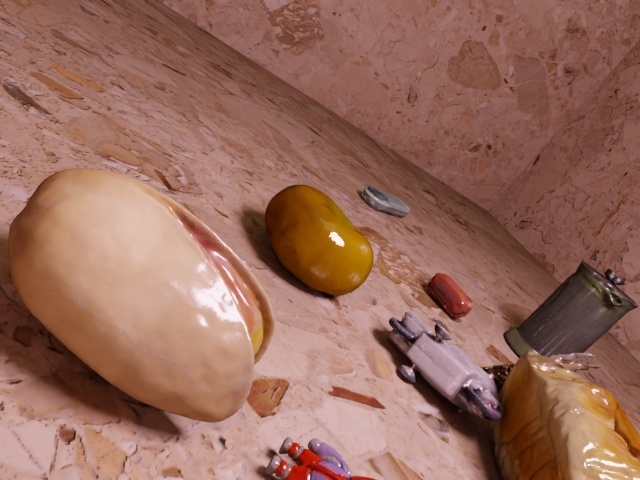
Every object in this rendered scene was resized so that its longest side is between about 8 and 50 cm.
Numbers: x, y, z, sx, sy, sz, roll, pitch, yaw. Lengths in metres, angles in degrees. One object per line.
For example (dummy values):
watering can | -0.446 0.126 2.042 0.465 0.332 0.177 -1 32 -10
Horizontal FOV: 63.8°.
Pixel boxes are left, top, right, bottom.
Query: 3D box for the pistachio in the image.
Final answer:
pistachio | -0.182 0.050 0.545 0.299 0.187 0.187 39 20 -7

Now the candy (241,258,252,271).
candy | -0.144 0.058 0.744 0.110 0.085 0.095 14 40 -56

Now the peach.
peach | 0.000 0.000 1.030 0.251 0.153 0.251 49 10 -12

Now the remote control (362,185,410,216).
remote control | 0.236 -0.137 1.848 0.247 0.052 0.104 12 30 -49

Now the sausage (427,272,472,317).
sausage | 0.347 0.148 1.379 0.076 0.076 0.141 11 32 -51

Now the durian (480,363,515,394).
durian | 0.398 0.308 1.053 0.188 0.148 0.091 15 63 -24

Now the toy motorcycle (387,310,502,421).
toy motorcycle | 0.237 0.241 0.970 0.260 0.110 0.171 42 3 32

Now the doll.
doll | 0.046 0.293 0.551 0.227 0.075 0.102 31 33 10

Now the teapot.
teapot | 0.723 0.214 1.483 0.200 0.337 0.270 40 19 6

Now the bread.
bread | 0.400 0.359 0.812 0.183 0.236 0.389 18 32 -2
